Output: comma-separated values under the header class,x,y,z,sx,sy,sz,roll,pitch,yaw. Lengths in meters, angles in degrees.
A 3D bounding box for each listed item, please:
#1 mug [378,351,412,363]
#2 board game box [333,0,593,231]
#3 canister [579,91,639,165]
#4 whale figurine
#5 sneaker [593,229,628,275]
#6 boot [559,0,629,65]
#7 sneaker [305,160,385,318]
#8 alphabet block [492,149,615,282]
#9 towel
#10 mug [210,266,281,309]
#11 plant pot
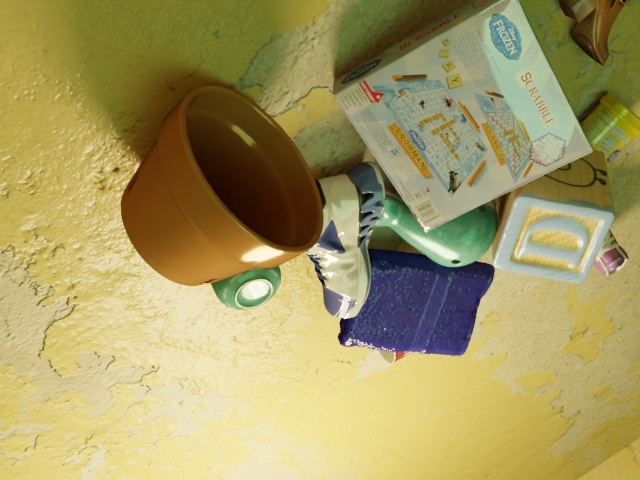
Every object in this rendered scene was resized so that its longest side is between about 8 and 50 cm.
class,x,y,z,sx,sy,sz,roll,pitch,yaw
mug,0.214,0.187,1.786,0.169,0.113,0.150,-19,148,-18
board game box,0.236,-0.206,1.314,0.318,0.066,0.319,-26,121,19
canister,0.569,-0.205,1.636,0.126,0.073,0.170,20,120,-41
whale figurine,0.212,-0.027,1.538,0.272,0.141,0.216,8,155,-22
sneaker,0.620,-0.019,1.783,0.102,0.161,0.282,-37,137,10
boot,0.517,-0.411,1.406,0.152,0.073,0.197,-41,140,6
sneaker,0.000,-0.001,1.483,0.182,0.127,0.316,-7,127,-19
alphabet block,0.448,-0.061,1.565,0.192,0.197,0.193,11,132,0
towel,0.196,0.128,1.670,0.308,0.076,0.228,7,111,-24
mug,-0.149,0.065,1.465,0.157,0.097,0.129,6,127,-35
plant pot,-0.164,-0.062,1.220,0.203,0.291,0.291,-34,142,29
